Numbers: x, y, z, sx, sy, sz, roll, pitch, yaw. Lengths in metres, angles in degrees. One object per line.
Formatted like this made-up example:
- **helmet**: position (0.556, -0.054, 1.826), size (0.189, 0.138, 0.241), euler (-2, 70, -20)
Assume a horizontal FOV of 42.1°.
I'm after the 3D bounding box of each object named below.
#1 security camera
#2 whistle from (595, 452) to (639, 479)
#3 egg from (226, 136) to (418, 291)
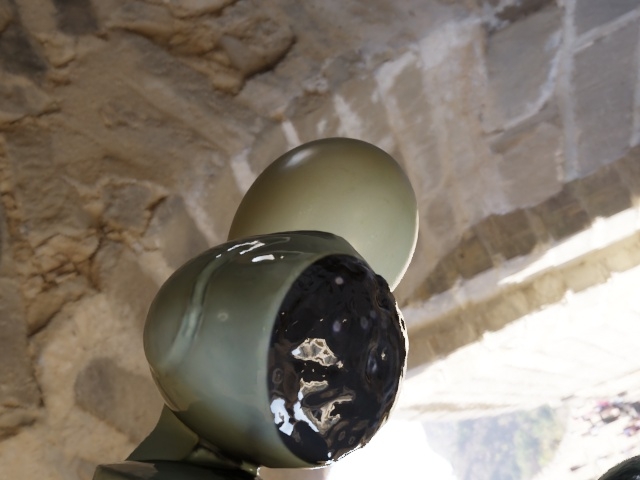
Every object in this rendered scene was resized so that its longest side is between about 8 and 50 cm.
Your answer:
- **security camera**: position (-0.046, 0.126, 0.542), size (0.197, 0.191, 0.277), euler (33, -114, -43)
- **whistle**: position (0.242, 0.227, 0.528), size (0.163, 0.164, 0.289), euler (64, -166, -12)
- **egg**: position (0.000, 0.000, 0.874), size (0.186, 0.241, 0.186), euler (31, 159, 13)
